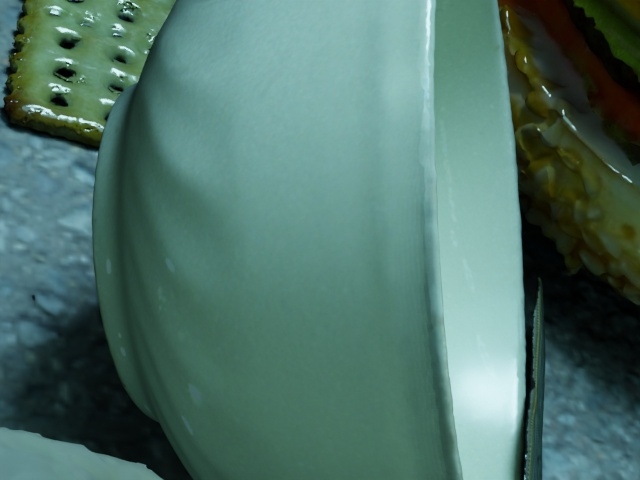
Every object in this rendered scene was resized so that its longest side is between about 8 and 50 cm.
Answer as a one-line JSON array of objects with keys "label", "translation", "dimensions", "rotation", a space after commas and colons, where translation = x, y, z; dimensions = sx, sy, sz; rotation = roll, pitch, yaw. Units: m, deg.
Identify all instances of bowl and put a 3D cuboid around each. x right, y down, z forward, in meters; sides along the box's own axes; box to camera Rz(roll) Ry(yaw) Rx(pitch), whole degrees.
[{"label": "bowl", "translation": [0.000, 0.000, 0.612], "dimensions": [0.145, 0.277, 0.277], "rotation": [-5, 42, 14]}]

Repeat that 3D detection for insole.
[{"label": "insole", "translation": [0.099, 0.086, 0.711], "dimensions": [0.004, 0.064, 0.188], "rotation": [-1, 38, 11]}]

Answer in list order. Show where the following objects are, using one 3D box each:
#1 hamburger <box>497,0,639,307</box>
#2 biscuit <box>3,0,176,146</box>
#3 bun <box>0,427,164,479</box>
[{"label": "hamburger", "translation": [0.244, -0.102, 0.827], "dimensions": [0.330, 0.250, 0.330], "rotation": [10, 40, -9]}, {"label": "biscuit", "translation": [-0.088, -0.114, 0.823], "dimensions": [0.144, 0.016, 0.203], "rotation": [17, 45, -15]}, {"label": "bun", "translation": [-0.094, 0.190, 0.392], "dimensions": [0.281, 0.205, 0.282], "rotation": [1, 87, -22]}]
